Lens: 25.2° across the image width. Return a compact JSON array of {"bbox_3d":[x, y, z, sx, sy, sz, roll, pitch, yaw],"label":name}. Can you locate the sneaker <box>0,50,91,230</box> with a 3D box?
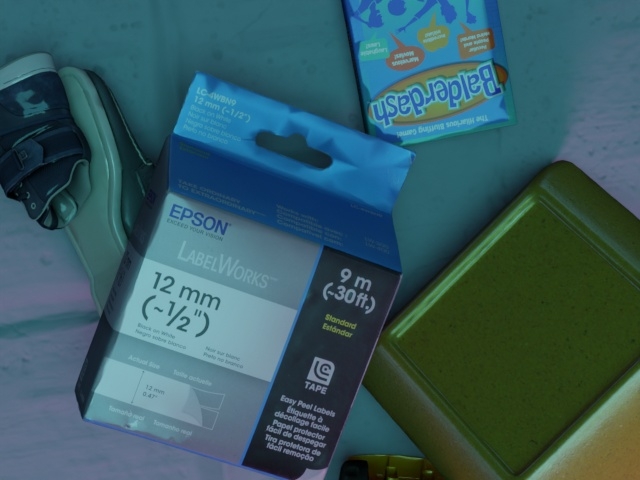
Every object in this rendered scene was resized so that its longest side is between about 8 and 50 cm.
[{"bbox_3d":[-0.335,-0.066,1.442,0.226,0.086,0.163,-29,83,15],"label":"sneaker"}]

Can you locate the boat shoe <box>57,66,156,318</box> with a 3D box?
[{"bbox_3d":[-0.202,-0.030,1.501,0.099,0.116,0.319,-20,94,-45],"label":"boat shoe"}]

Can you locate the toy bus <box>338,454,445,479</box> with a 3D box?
[{"bbox_3d":[0.083,0.353,1.510,0.149,0.220,0.211,8,104,-3],"label":"toy bus"}]

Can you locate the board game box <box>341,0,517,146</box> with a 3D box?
[{"bbox_3d":[0.110,-0.210,1.509,0.160,0.047,0.210,-12,100,-3],"label":"board game box"}]

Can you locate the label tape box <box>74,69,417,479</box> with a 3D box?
[{"bbox_3d":[-0.064,0.040,1.403,0.249,0.115,0.348,20,96,-15],"label":"label tape box"}]

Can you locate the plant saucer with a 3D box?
[{"bbox_3d":[0.219,0.103,1.438,0.333,0.333,0.081,-45,142,2],"label":"plant saucer"}]
